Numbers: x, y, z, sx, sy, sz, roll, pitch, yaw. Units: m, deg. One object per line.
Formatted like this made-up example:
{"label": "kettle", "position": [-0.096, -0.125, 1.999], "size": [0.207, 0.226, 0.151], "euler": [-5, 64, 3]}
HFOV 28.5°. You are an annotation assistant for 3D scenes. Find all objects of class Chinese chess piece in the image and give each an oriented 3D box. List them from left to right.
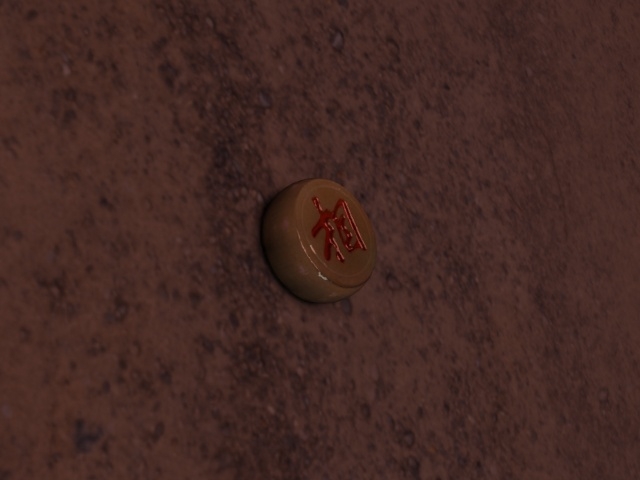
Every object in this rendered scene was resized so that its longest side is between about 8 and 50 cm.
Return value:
{"label": "Chinese chess piece", "position": [0.000, 0.000, 1.208], "size": [0.122, 0.051, 0.122], "euler": [24, 55, -40]}
